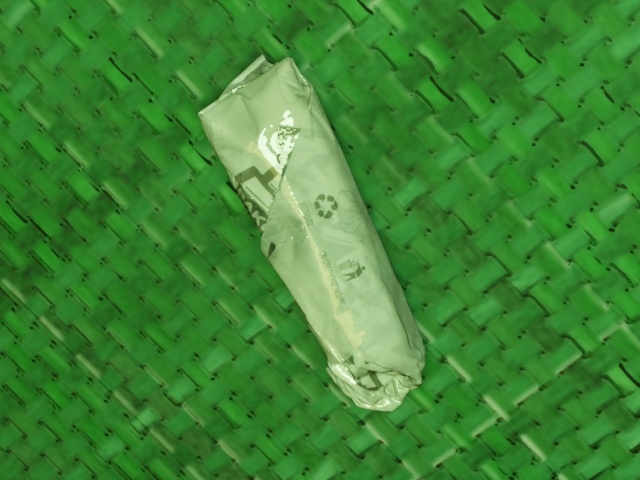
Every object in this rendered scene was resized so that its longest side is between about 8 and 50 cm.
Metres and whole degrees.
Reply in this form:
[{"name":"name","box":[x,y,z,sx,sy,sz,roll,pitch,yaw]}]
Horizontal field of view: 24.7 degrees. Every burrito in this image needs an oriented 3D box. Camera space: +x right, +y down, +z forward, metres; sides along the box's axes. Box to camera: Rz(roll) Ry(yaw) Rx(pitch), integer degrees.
[{"name":"burrito","box":[-0.001,0.000,0.783,0.064,0.064,0.203,-22,102,18]}]
